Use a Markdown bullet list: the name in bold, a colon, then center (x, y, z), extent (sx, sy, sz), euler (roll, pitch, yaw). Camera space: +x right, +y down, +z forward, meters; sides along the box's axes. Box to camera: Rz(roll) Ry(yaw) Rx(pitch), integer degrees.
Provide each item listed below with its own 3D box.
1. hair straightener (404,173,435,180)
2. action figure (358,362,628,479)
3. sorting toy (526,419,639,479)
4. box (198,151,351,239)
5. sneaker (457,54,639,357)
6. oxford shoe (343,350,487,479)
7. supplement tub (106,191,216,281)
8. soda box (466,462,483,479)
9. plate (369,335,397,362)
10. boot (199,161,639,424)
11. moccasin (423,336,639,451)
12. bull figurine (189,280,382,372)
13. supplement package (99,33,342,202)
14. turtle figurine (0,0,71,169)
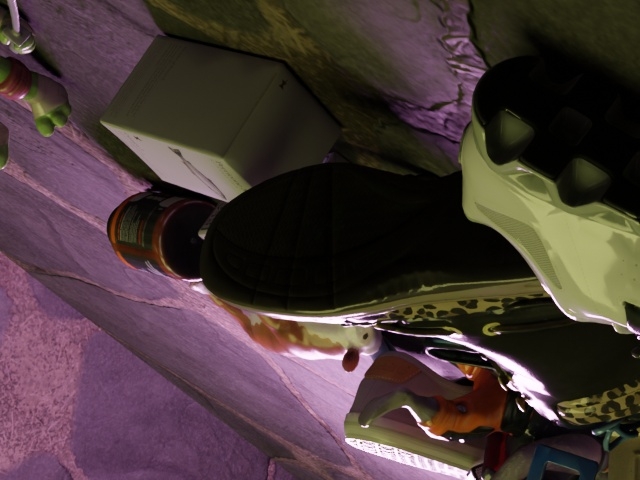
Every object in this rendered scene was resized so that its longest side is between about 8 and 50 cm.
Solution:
- **hair straightener**: center (0.010, -0.010, 1.414), extent (0.230, 0.089, 0.047), euler (-13, 107, 22)
- **action figure**: center (0.207, 0.200, 1.635), extent (0.330, 0.178, 0.341), euler (28, -148, -15)
- **sorting toy**: center (0.364, 0.269, 1.496), extent (0.348, 0.195, 0.047), euler (1, 178, 19)
- **box**: center (0.000, 0.000, 1.641), extent (0.169, 0.087, 0.290), euler (36, 166, -15)
- **sneaker**: center (0.234, 0.017, 1.050), extent (0.330, 0.122, 0.146), euler (37, 147, 17)
- **oxford shoe**: center (0.215, 0.239, 1.956), extent (0.449, 0.130, 0.169), euler (24, 163, -38)
- **supplement tub**: center (-0.202, -0.009, 2.022), extent (0.106, 0.106, 0.198), euler (40, 165, -29)
- **soda box**: center (0.255, 0.257, 1.818), extent (0.060, 0.169, 0.053), euler (92, 157, -74)
- **plate**: center (0.108, 0.181, 2.054), extent (0.188, 0.024, 0.188), euler (55, -175, -8)
- **boot**: center (0.117, 0.050, 1.321), extent (0.378, 0.138, 0.284), euler (-7, 150, 28)
- **moccasin**: center (0.250, 0.128, 1.471), extent (0.342, 0.116, 0.137), euler (21, 163, 38)
- **bull figurine**: center (-0.043, 0.086, 2.022), extent (0.188, 0.101, 0.310), euler (40, 163, -15)
- **supplement package**: center (-0.091, -0.104, 1.436), extent (0.179, 0.105, 0.105), euler (18, 160, 44)
- **turtle figurine**: center (-0.392, -0.161, 1.718), extent (0.275, 0.197, 0.266), euler (26, 169, 38)
